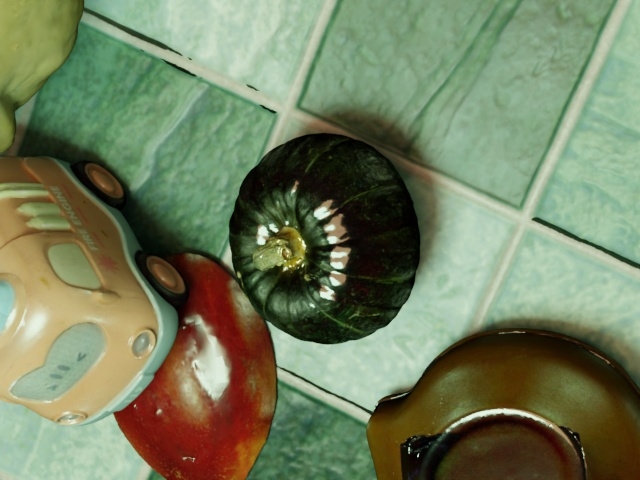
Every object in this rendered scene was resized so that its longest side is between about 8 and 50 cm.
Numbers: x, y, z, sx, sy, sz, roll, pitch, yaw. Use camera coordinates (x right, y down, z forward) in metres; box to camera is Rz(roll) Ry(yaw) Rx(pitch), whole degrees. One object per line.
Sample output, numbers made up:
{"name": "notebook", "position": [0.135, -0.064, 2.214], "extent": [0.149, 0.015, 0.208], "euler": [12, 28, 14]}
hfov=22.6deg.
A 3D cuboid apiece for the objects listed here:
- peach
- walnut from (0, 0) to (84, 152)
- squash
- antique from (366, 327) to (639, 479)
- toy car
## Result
{"name": "peach", "position": [-0.139, 0.152, 1.596], "extent": [0.189, 0.068, 0.279], "euler": [-8, 101, 20]}
{"name": "walnut", "position": [-0.396, -0.220, 1.432], "extent": [0.381, 0.381, 0.381], "euler": [4, 104, 15]}
{"name": "squash", "position": [0.004, -0.001, 1.473], "extent": [0.193, 0.156, 0.193], "euler": [-5, 77, 21]}
{"name": "antique", "position": [0.177, 0.198, 1.481], "extent": [0.278, 0.129, 0.224], "euler": [-2, 105, 19]}
{"name": "toy car", "position": [-0.275, 0.041, 1.508], "extent": [0.180, 0.212, 0.270], "euler": [-45, 64, 20]}
